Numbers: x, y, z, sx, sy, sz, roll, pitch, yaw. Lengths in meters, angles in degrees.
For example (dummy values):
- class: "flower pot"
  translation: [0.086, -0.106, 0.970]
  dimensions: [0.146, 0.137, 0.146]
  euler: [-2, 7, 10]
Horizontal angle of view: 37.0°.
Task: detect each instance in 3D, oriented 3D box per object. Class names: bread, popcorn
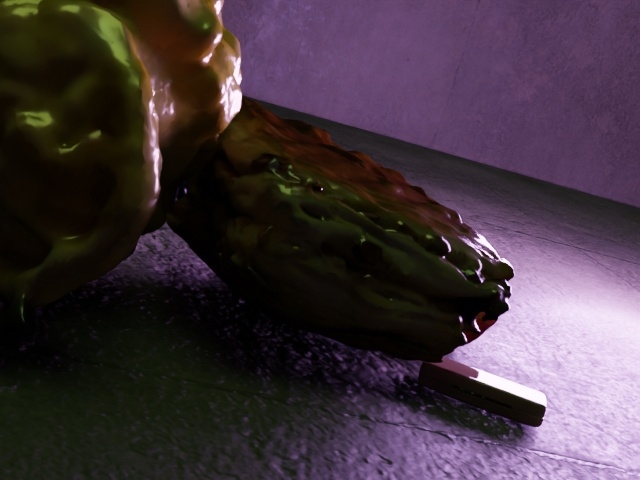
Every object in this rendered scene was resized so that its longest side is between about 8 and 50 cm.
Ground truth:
- class: "bread"
  translation: [0.000, 0.000, 0.897]
  dimensions: [0.277, 0.167, 0.324]
  euler: [21, 14, -27]
- class: "popcorn"
  translation: [-0.228, -0.086, 0.736]
  dimensions: [0.349, 0.349, 0.382]
  euler: [13, 52, -18]

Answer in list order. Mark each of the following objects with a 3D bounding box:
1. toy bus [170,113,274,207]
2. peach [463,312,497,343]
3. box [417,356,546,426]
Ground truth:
- class: "toy bus"
  translation: [-0.190, -0.116, 1.198]
  dimensions: [0.287, 0.138, 0.175]
  euler: [14, 14, -16]
- class: "peach"
  translation: [0.135, 0.064, 0.985]
  dimensions: [0.100, 0.101, 0.101]
  euler: [16, 13, -4]
- class: "box"
  translation: [0.143, 0.133, 0.849]
  dimensions: [0.115, 0.025, 0.048]
  euler: [20, 8, 9]
